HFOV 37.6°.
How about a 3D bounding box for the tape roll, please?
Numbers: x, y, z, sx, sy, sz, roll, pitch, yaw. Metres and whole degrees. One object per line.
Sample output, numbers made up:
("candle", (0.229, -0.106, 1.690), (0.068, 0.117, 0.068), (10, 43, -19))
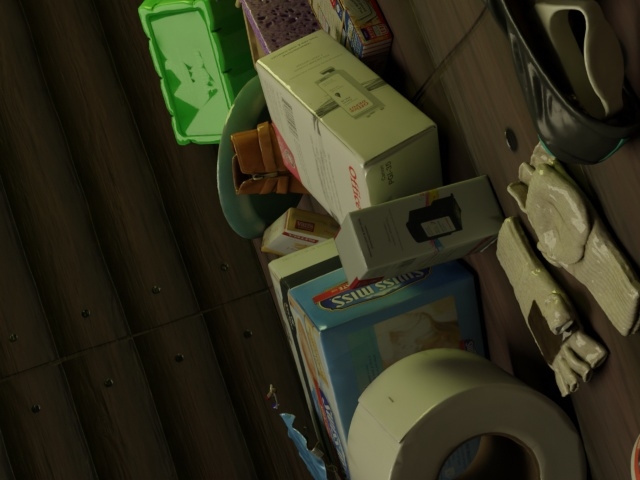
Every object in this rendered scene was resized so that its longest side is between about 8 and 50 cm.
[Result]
("tape roll", (0.170, 0.266, 1.131), (0.169, 0.246, 0.246), (-151, 43, -75))

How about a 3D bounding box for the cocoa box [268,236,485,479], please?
("cocoa box", (0.097, 0.181, 1.370), (0.228, 0.231, 0.347), (-129, 23, -59))

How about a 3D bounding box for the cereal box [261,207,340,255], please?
("cereal box", (0.000, 0.000, 1.670), (0.240, 0.173, 0.047), (147, 134, -75))

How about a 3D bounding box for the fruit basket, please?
("fruit basket", (-0.190, -0.400, 1.958), (0.392, 0.283, 0.392), (-2, -88, -62))

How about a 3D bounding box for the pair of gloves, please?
("pair of gloves", (0.236, 0.032, 0.948), (0.240, 0.042, 0.204), (93, 156, -60))

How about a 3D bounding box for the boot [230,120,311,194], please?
("boot", (-0.031, -0.101, 1.564), (0.283, 0.220, 0.109), (85, 162, -52))

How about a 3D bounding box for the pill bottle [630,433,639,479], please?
("pill bottle", (0.298, 0.146, 0.653), (0.193, 0.108, 0.108), (96, 153, -64))

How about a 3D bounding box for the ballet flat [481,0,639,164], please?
("ballet flat", (0.181, -0.195, 0.743), (0.280, 0.095, 0.096), (62, 160, -6))

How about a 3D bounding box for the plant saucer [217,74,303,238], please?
("plant saucer", (-0.090, -0.156, 1.773), (0.044, 0.317, 0.317), (10, 131, 26))

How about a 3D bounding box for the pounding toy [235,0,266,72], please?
("pounding toy", (-0.083, -0.398, 1.660), (0.181, 0.094, 0.206), (-124, 20, -54))

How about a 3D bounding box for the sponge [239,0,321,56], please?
("sponge", (-0.058, -0.370, 1.523), (0.031, 0.117, 0.210), (94, 155, -58))

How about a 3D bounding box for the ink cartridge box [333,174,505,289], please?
("ink cartridge box", (0.115, -0.008, 1.124), (0.127, 0.175, 0.072), (116, 137, -74))

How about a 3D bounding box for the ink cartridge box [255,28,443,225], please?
("ink cartridge box", (0.044, -0.126, 1.288), (0.283, 0.117, 0.207), (48, 161, 40))

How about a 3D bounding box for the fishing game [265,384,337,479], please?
("fishing game", (-0.002, 0.331, 1.412), (0.264, 0.041, 0.189), (57, 168, 9))

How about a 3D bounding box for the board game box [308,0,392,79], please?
("board game box", (0.036, -0.318, 1.333), (0.147, 0.045, 0.193), (100, 149, -68))
